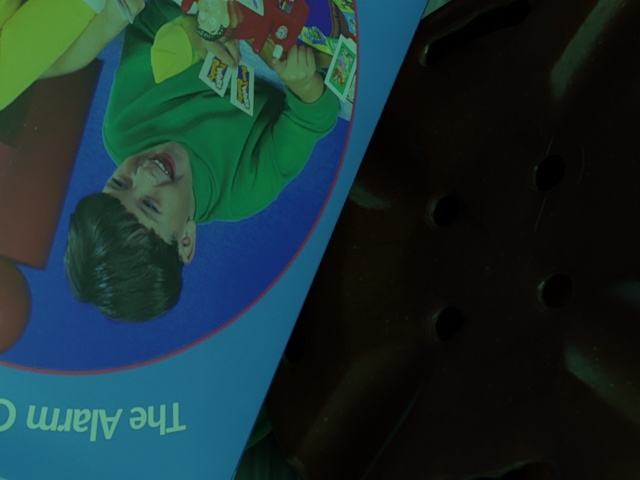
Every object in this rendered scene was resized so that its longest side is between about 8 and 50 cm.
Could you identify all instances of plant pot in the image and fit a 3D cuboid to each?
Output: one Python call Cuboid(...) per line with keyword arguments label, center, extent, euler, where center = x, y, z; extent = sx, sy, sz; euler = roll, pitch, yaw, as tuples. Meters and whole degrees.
Cuboid(label="plant pot", center=(0.137, 0.044, 0.472), extent=(0.265, 0.272, 0.272), euler=(28, 75, -41))

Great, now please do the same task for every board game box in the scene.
Cuboid(label="board game box", center=(-0.131, -0.085, 0.318), extent=(0.347, 0.078, 0.233), euler=(34, 71, -37))

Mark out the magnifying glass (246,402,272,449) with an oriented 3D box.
Cuboid(label="magnifying glass", center=(0.000, 0.000, 0.506), extent=(0.231, 0.026, 0.092), euler=(-42, 121, -34))
